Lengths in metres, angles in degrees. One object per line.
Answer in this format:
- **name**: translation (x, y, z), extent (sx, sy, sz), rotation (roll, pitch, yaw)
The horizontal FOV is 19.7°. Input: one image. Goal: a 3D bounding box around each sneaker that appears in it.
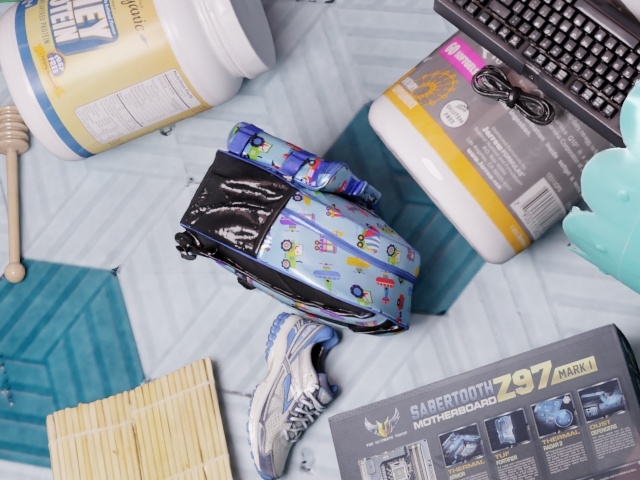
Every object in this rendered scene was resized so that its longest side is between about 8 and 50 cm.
- **sneaker**: translation (-0.019, 0.121, 1.430), extent (0.058, 0.052, 0.135), rotation (6, 72, 18)

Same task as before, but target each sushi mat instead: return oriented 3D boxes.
- **sushi mat**: translation (-0.127, 0.250, 1.414), extent (0.151, 0.019, 0.316), rotation (-18, 59, 9)

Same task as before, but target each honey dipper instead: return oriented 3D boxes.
- **honey dipper**: translation (-0.266, -0.040, 1.601), extent (0.030, 0.030, 0.161), rotation (-13, 68, 16)

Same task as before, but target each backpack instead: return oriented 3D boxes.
- **backpack**: translation (0.000, 0.000, 1.410), extent (0.173, 0.158, 0.117), rotation (24, 86, 24)

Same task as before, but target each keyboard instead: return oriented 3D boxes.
- **keyboard**: translation (0.161, -0.133, 1.295), extent (0.180, 0.023, 0.108), rotation (39, 89, 18)

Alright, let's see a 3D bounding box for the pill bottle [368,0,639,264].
- **pill bottle**: translation (0.186, -0.124, 1.385), extent (0.278, 0.162, 0.162), rotation (-40, 61, 2)

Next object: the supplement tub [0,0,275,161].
- **supplement tub**: translation (-0.152, -0.163, 1.539), extent (0.199, 0.144, 0.144), rotation (-21, 64, 12)

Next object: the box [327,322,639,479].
- **box**: translation (0.135, 0.183, 1.341), extent (0.232, 0.059, 0.183), rotation (-20, 64, 13)

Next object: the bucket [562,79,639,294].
- **bucket**: translation (0.317, -0.044, 1.246), extent (0.183, 0.281, 0.281), rotation (40, 87, 20)

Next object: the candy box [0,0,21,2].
- **candy box**: translation (-0.263, -0.356, 1.672), extent (0.317, 0.122, 0.268), rotation (-2, 69, 22)
